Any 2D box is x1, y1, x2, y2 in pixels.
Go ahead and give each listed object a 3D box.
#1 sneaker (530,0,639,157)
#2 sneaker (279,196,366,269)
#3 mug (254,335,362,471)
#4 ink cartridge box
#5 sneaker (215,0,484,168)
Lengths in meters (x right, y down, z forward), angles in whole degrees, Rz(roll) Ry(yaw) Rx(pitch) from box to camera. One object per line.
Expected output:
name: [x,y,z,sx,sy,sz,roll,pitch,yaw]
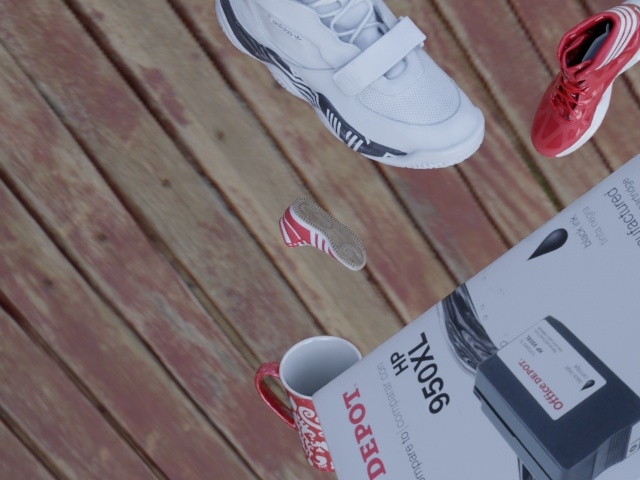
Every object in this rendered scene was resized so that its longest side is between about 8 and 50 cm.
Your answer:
sneaker: [0.284,-0.184,1.702,0.128,0.087,0.221,-12,139,-49]
sneaker: [0.000,0.000,1.847,0.118,0.067,0.042,42,56,-6]
mug: [-0.001,0.220,2.033,0.113,0.150,0.169,-36,138,-25]
ink cartridge box: [0.213,0.149,1.214,0.395,0.285,0.166,-38,128,15]
sneaker: [0.028,-0.234,1.610,0.137,0.366,0.210,-44,160,-23]
